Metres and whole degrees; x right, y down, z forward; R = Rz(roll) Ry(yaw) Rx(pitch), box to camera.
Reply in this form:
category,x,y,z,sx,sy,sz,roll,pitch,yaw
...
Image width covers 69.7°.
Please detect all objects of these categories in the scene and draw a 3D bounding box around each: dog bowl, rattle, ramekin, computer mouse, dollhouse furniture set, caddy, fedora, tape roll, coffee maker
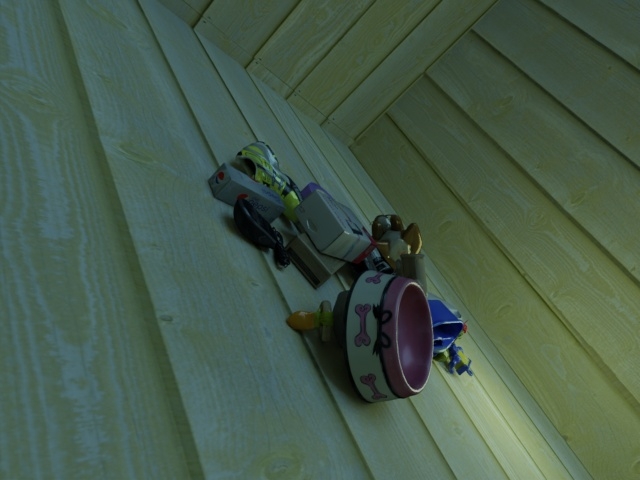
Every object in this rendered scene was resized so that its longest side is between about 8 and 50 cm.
category,x,y,z,sx,sy,sz,roll,pitch,yaw
dog bowl,0.224,0.289,1.405,0.407,0.150,0.409,16,72,-58
rattle,-0.028,0.244,1.437,0.200,0.142,0.130,-121,-163,-76
ramekin,0.540,0.356,2.235,0.272,0.127,0.273,25,12,-6
computer mouse,-0.210,-0.027,1.534,0.272,0.072,0.189,50,11,-37
dollhouse furniture set,0.234,0.158,1.831,0.303,0.354,0.174,177,-93,-68
caddy,0.424,0.375,1.830,0.341,0.241,0.179,7,35,-45
fedora,0.118,0.253,1.502,0.243,0.124,0.276,-2,86,-61
tape roll,0.012,-0.155,2.252,0.274,0.090,0.275,41,19,-17
coffee maker,0.280,0.116,2.254,0.171,0.120,0.178,22,32,-55

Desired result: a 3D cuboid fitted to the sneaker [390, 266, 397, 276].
category,x,y,z,sx,sy,sz,roll,pitch,yaw
sneaker,0.351,0.185,2.171,0.281,0.162,0.107,-29,78,-43

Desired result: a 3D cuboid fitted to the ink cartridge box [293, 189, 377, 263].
category,x,y,z,sx,sy,sz,roll,pitch,yaw
ink cartridge box,0.065,-0.046,1.809,0.226,0.131,0.306,56,17,26

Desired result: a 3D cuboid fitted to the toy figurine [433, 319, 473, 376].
category,x,y,z,sx,sy,sz,roll,pitch,yaw
toy figurine,0.662,0.542,2.161,0.217,0.191,0.362,56,21,10

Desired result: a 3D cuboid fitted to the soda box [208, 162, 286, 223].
category,x,y,z,sx,sy,sz,roll,pitch,yaw
soda box,-0.258,-0.165,1.653,0.286,0.091,0.098,27,27,-48

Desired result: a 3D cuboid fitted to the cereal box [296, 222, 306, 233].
category,x,y,z,sx,sy,sz,roll,pitch,yaw
cereal box,0.000,0.000,1.969,0.240,0.047,0.173,55,18,18

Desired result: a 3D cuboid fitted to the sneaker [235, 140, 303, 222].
category,x,y,z,sx,sy,sz,roll,pitch,yaw
sneaker,-0.208,-0.221,1.875,0.147,0.145,0.385,-30,79,-40

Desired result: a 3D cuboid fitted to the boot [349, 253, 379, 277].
category,x,y,z,sx,sy,sz,roll,pitch,yaw
boot,0.158,0.055,2.040,0.338,0.118,0.222,56,7,28

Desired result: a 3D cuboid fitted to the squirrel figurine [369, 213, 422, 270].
category,x,y,z,sx,sy,sz,roll,pitch,yaw
squirrel figurine,0.407,0.038,2.576,0.397,0.280,0.370,60,0,-23

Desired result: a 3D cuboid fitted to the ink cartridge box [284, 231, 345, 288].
category,x,y,z,sx,sy,sz,roll,pitch,yaw
ink cartridge box,-0.018,0.060,1.742,0.193,0.088,0.234,48,18,5
